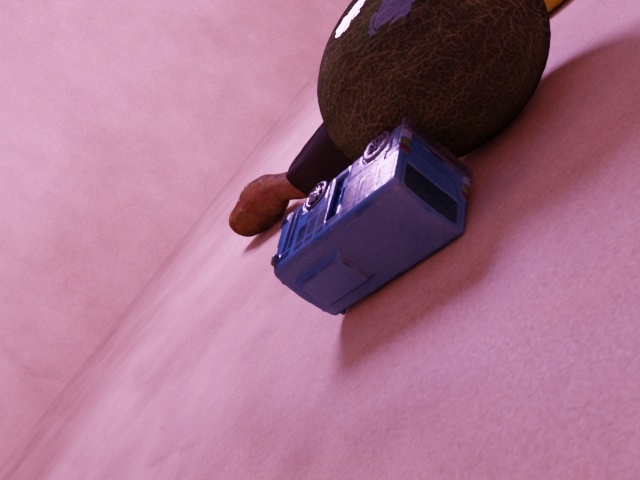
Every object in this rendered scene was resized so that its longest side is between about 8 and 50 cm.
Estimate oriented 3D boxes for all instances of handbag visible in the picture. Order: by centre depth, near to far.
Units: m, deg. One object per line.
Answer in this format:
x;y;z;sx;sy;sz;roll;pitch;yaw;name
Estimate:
0.083;-0.212;1.457;0.285;0.113;0.257;-47;5;47;handbag

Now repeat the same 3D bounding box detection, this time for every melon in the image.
0.126;-0.212;1.007;0.302;0.237;0.237;-39;16;37;melon

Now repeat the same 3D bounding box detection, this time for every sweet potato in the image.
-0.099;-0.092;1.762;0.385;0.109;0.109;-29;24;56;sweet potato

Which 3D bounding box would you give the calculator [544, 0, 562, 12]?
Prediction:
0.321;-0.365;1.254;0.146;0.032;0.235;-54;15;-19;calculator

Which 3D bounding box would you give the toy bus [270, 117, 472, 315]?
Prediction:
0.051;-0.016;0.961;0.234;0.116;0.133;-37;27;39;toy bus
